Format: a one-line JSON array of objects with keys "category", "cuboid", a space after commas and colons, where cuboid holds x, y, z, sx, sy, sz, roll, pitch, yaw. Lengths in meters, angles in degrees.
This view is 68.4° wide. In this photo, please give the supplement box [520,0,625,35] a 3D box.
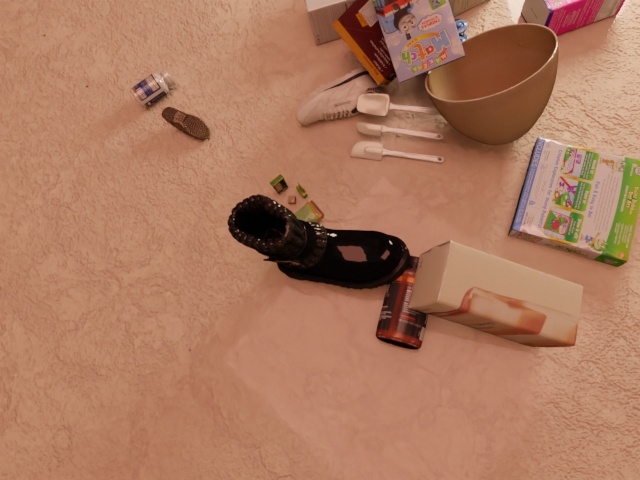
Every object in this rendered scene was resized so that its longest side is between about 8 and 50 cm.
[{"category": "supplement box", "cuboid": [0.655, -0.622, 1.208, 0.220, 0.114, 0.111, -19, 70, 2]}]

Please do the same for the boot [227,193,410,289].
[{"category": "boot", "cuboid": [-0.002, 0.004, 1.018, 0.347, 0.260, 0.131, -3, 63, 23]}]

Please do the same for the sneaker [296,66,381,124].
[{"category": "sneaker", "cuboid": [0.046, -0.368, 1.256, 0.235, 0.090, 0.095, -30, 83, 2]}]

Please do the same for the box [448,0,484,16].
[{"category": "box", "cuboid": [0.342, -0.700, 1.267, 0.232, 0.149, 0.127, -27, 70, 0]}]

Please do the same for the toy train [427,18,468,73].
[{"category": "toy train", "cuboid": [0.333, -0.504, 1.250, 0.105, 0.080, 0.184, 4, 76, 21]}]

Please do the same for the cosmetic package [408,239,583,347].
[{"category": "cosmetic package", "cuboid": [0.352, 0.116, 0.963, 0.296, 0.153, 0.129, 18, 75, -6]}]

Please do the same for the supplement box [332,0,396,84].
[{"category": "supplement box", "cuboid": [0.173, -0.532, 1.191, 0.194, 0.129, 0.191, -38, 92, 24]}]

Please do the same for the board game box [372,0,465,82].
[{"category": "board game box", "cuboid": [0.225, -0.499, 1.092, 0.160, 0.039, 0.212, -17, 101, 21]}]

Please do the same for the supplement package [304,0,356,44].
[{"category": "supplement package", "cuboid": [0.080, -0.676, 1.315, 0.244, 0.134, 0.139, -14, 71, 5]}]

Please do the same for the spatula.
[{"category": "spatula", "cuboid": [0.205, -0.285, 1.209, 0.241, 0.019, 0.168, 9, 92, 12]}]

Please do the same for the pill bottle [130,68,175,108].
[{"category": "pill bottle", "cuboid": [-0.491, -0.449, 1.383, 0.120, 0.067, 0.067, -36, 70, -2]}]

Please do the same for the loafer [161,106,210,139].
[{"category": "loafer", "cuboid": [-0.377, -0.331, 1.338, 0.148, 0.050, 0.056, 32, 84, 2]}]

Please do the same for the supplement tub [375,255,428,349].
[{"category": "supplement tub", "cuboid": [0.196, 0.137, 1.058, 0.106, 0.106, 0.198, 13, 75, 14]}]

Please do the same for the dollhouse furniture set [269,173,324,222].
[{"category": "dollhouse furniture set", "cuboid": [-0.062, -0.099, 1.202, 0.076, 0.058, 0.152, -38, 70, -2]}]

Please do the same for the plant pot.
[{"category": "plant pot", "cuboid": [0.410, -0.338, 1.102, 0.284, 0.191, 0.284, -19, 42, 18]}]

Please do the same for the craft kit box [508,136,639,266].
[{"category": "craft kit box", "cuboid": [0.593, -0.094, 1.087, 0.246, 0.061, 0.250, 18, 77, 17]}]
